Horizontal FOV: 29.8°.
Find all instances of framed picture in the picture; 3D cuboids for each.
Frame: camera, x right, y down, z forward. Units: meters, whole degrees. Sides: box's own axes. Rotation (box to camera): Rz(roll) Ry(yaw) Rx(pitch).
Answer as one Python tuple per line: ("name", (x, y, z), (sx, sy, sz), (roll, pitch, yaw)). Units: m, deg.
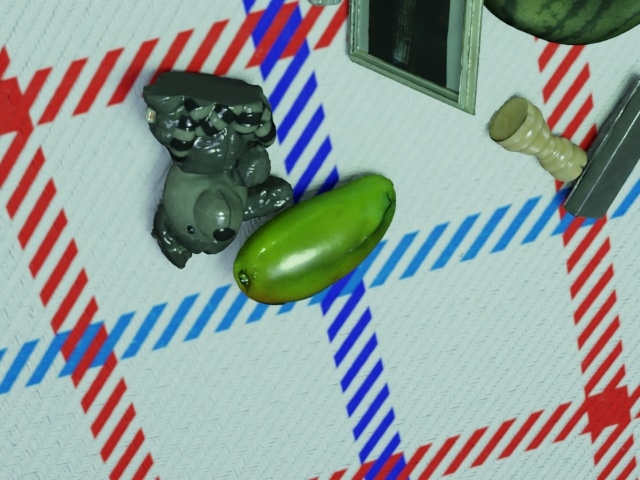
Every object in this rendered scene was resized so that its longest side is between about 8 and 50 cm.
("framed picture", (0.097, -0.301, 1.279), (0.018, 0.231, 0.293), (-16, 119, -30))

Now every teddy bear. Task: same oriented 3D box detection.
("teddy bear", (-0.110, -0.076, 1.389), (0.171, 0.144, 0.250), (-15, 121, -17))

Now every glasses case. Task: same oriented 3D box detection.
("glasses case", (0.374, -0.114, 1.513), (0.072, 0.042, 0.190), (1, 122, -55))

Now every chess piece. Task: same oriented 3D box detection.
("chess piece", (0.272, -0.120, 1.492), (0.122, 0.066, 0.066), (33, 105, -29))

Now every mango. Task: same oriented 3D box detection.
("mango", (0.000, 0.000, 1.464), (0.233, 0.125, 0.111), (-34, 93, -18))

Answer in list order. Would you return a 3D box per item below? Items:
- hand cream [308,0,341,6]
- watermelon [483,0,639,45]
("hand cream", (0.006, -0.334, 1.348), (0.061, 0.039, 0.143), (-4, 111, -7))
("watermelon", (0.286, -0.382, 1.242), (0.279, 0.279, 0.359), (20, 108, -20))
